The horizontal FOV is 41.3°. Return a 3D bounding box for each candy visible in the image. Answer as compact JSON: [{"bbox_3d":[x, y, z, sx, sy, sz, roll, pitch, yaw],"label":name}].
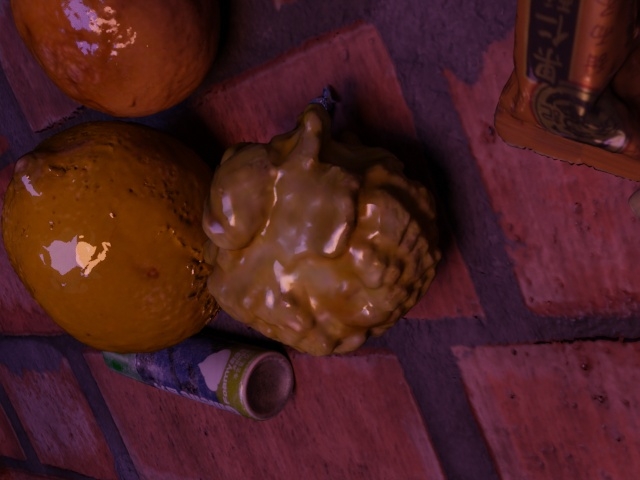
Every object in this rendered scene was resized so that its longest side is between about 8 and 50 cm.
[{"bbox_3d":[-0.006,-0.123,0.871,0.030,0.020,0.083,51,138,8],"label":"candy"},{"bbox_3d":[0.191,-0.162,0.587,0.143,0.101,0.271,34,140,35],"label":"candy"}]

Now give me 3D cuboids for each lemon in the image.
[{"bbox_3d":[-0.227,-0.006,0.971,0.258,0.258,0.310,20,159,37],"label":"lemon"}]

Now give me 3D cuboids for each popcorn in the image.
[{"bbox_3d":[0.000,0.000,0.822,0.256,0.195,0.255,-5,120,48],"label":"popcorn"}]

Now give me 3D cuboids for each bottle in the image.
[{"bbox_3d":[-0.182,0.173,1.184,0.330,0.093,0.093,5,117,44],"label":"bottle"}]

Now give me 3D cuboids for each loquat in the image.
[{"bbox_3d":[-0.212,-0.238,0.879,0.238,0.193,0.238,30,131,40],"label":"loquat"}]

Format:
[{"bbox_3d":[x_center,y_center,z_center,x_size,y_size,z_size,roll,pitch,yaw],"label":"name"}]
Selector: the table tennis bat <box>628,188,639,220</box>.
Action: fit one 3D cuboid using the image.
[{"bbox_3d":[0.305,-0.079,0.579,0.131,0.022,0.234,51,139,8],"label":"table tennis bat"}]
